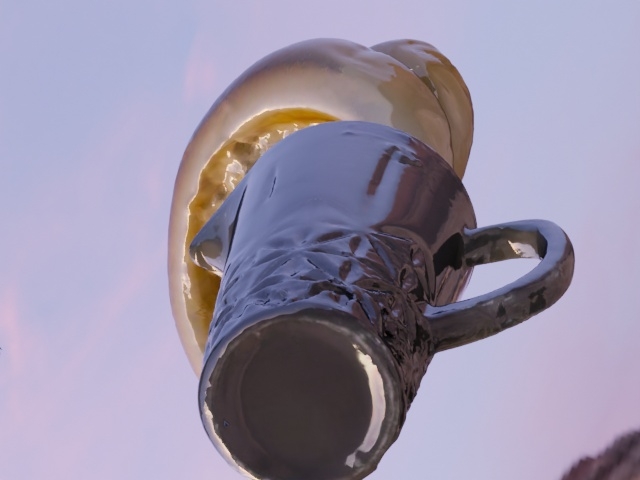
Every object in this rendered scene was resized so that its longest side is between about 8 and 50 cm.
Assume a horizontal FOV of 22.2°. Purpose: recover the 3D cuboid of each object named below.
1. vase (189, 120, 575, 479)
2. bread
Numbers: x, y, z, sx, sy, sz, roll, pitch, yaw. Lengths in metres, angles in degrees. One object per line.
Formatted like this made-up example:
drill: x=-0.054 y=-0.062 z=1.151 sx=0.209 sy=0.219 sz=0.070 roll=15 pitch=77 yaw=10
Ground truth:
vase: x=0.019 y=0.034 z=0.925 sx=0.301 sy=0.251 sz=0.156 roll=-66 pitch=-31 yaw=-72
bread: x=0.025 y=0.007 z=1.605 sx=0.245 sy=0.329 sz=0.424 roll=-11 pitch=-52 yaw=-38
